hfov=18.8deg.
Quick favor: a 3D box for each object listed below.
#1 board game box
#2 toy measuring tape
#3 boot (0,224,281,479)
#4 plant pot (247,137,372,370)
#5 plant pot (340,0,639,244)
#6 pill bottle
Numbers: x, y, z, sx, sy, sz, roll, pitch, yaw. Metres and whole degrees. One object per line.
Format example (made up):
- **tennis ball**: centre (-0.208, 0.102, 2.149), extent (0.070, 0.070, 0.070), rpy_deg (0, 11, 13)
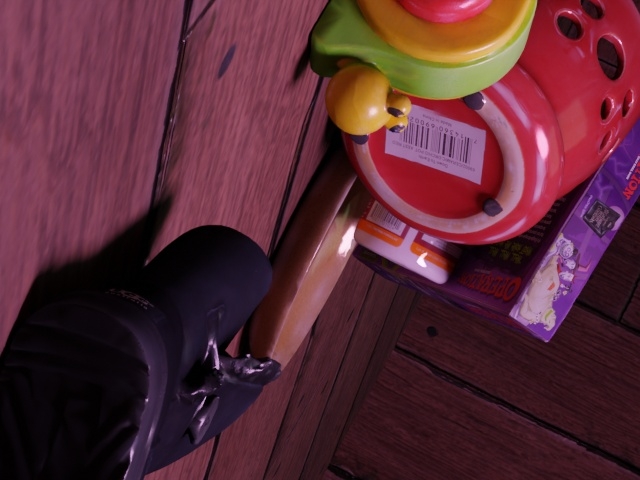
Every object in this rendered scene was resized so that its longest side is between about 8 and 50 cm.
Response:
- **board game box**: centre (0.153, -0.041, 1.608), extent (0.208, 0.056, 0.347), rpy_deg (-54, -160, -5)
- **toy measuring tape**: centre (0.102, -0.195, 1.190), extent (0.330, 0.121, 0.121), rpy_deg (-61, 173, -20)
- **boot**: centre (-0.102, 0.119, 0.919), extent (0.207, 0.094, 0.246), rpy_deg (-26, 136, -73)
- **plant pot**: centre (0.000, 0.000, 1.515), extent (0.236, 0.032, 0.236), rpy_deg (-61, 174, -12)
- **plant pot**: centre (0.118, -0.100, 1.376), extent (0.174, 0.191, 0.191), rpy_deg (-48, 165, -44)
- **pill bottle**: centre (0.095, -0.049, 1.542), extent (0.152, 0.086, 0.086), rpy_deg (-63, 173, 0)
